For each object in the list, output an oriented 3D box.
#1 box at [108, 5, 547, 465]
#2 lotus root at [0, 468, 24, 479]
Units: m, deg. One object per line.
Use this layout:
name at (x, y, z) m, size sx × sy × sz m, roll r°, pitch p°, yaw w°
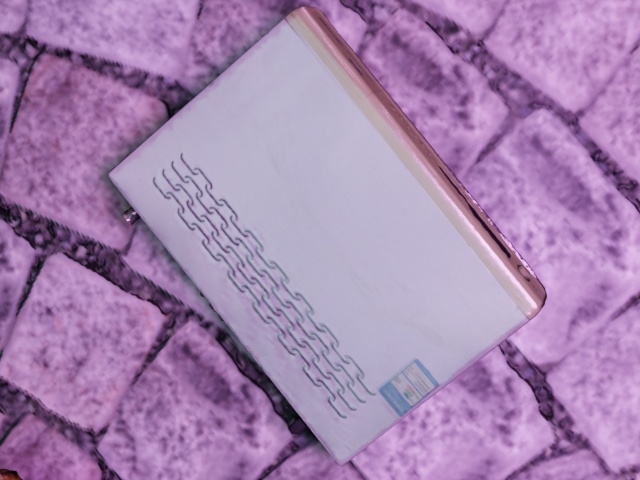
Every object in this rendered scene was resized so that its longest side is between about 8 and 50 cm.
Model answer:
box at (0.000, 0.000, 0.872) m, size 0.211 × 0.045 × 0.270 m, roll -41°, pitch 87°, yaw 12°
lotus root at (-0.173, 0.283, 0.882) m, size 0.160 × 0.146 × 0.284 m, roll -37°, pitch 86°, yaw 1°
